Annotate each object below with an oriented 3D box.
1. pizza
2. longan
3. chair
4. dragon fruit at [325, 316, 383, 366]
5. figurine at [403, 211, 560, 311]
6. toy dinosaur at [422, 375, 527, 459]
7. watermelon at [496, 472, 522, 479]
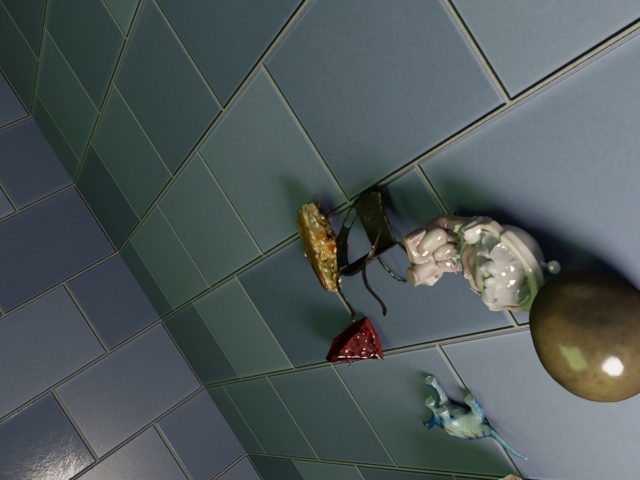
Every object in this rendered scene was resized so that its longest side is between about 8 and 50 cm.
[{"bbox_3d":[0.000,0.000,1.539,0.147,0.069,0.226,-132,24,-65],"label":"pizza"},{"bbox_3d":[0.373,0.128,0.969,0.187,0.167,0.167,41,148,16],"label":"longan"},{"bbox_3d":[0.096,0.020,1.328,0.213,0.149,0.174,63,153,-2],"label":"chair"},{"bbox_3d":[0.071,0.264,1.643,0.092,0.122,0.192,43,150,-6],"label":"dragon fruit"},{"bbox_3d":[0.248,0.035,1.097,0.237,0.141,0.162,21,140,47],"label":"figurine"},{"bbox_3d":[0.274,0.361,1.463,0.144,0.076,0.329,56,155,-13],"label":"toy dinosaur"},{"bbox_3d":[0.405,0.587,1.328,0.302,0.264,0.151,49,134,35],"label":"watermelon"}]
